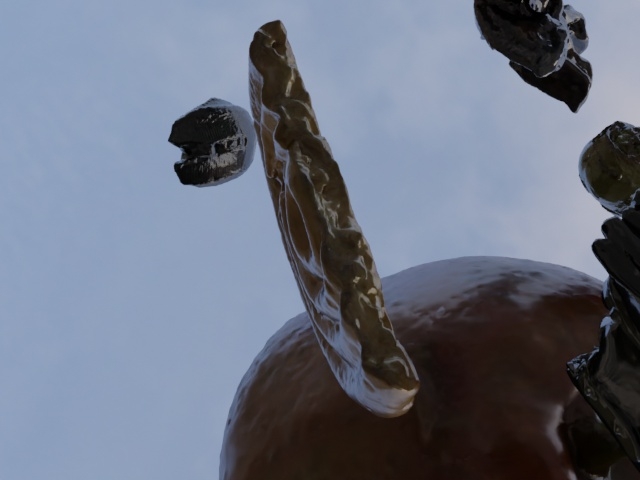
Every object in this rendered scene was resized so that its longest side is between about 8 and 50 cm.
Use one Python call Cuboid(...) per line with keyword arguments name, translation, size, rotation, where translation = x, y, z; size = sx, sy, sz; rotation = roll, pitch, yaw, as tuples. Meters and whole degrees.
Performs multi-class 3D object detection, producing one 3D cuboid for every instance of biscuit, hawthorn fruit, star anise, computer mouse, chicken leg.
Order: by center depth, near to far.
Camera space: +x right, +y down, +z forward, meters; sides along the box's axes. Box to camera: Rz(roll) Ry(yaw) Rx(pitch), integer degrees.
Cuboid(name="biscuit", translation=(-0.001, 0.000, 0.751), size=(0.033, 0.144, 0.224), rotation=(-15, -111, -9))
Cuboid(name="hawthorn fruit", translation=(0.124, 0.197, 1.065), size=(0.403, 0.403, 0.403), rotation=(-6, -106, 20))
Cuboid(name="chicken leg", translation=(0.266, -0.033, 1.073), size=(0.093, 0.178, 0.070), rotation=(-1, -120, 34))
Cuboid(name="star anise", translation=(0.170, -0.242, 1.205), size=(0.129, 0.212, 0.283), rotation=(-24, -90, 14))
Cuboid(name="computer mouse", translation=(-0.092, -0.090, 1.246), size=(0.047, 0.135, 0.079), rotation=(-2, -79, 29))

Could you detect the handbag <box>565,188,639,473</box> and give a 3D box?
Cuboid(name="handbag", translation=(0.252, 0.110, 0.694), size=(0.288, 0.342, 0.152), rotation=(40, -101, 16))
